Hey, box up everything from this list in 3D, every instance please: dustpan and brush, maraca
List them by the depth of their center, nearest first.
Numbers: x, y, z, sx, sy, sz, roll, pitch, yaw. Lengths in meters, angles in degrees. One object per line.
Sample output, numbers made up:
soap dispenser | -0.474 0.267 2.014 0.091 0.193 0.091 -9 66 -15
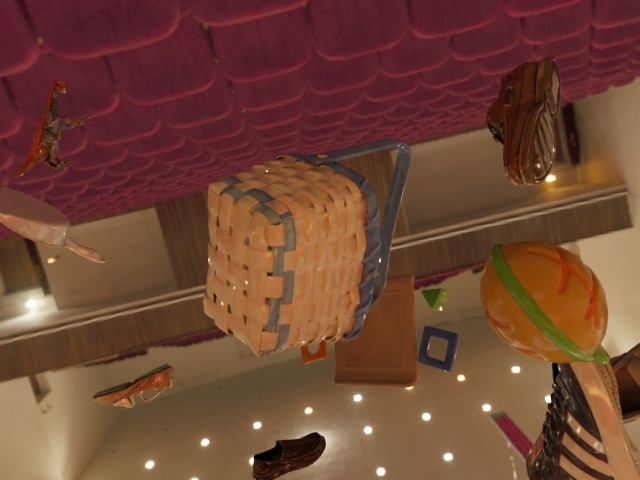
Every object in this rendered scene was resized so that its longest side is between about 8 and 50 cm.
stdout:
maraca | 0.219 0.061 0.502 0.099 0.127 0.185 -40 139 26
dustpan and brush | -0.481 -0.016 0.955 0.211 0.060 0.147 24 -169 -32

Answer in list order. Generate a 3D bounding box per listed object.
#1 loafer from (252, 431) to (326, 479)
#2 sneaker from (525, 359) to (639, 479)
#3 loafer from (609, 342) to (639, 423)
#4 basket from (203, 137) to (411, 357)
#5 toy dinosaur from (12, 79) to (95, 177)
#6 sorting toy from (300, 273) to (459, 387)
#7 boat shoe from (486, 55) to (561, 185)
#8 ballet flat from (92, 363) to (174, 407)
loafer | -0.085 0.578 1.435 0.220 0.078 0.080 -21 -157 -20
sneaker | 0.344 0.267 0.731 0.148 0.350 0.131 -18 -171 30
loafer | 0.502 0.190 0.765 0.111 0.112 0.319 -33 161 -40
basket | 0.000 0.000 0.680 0.288 0.255 0.201 -10 -152 -38
toy dinosaur | -0.261 -0.111 0.511 0.090 0.082 0.047 -18 -173 -27
sorting toy | 0.102 0.167 0.970 0.347 0.196 0.047 -11 161 40
boat shoe | 0.351 -0.202 0.931 0.104 0.111 0.307 -4 -138 36
ballet flat | -0.454 0.370 1.296 0.206 0.067 0.073 -22 180 2
